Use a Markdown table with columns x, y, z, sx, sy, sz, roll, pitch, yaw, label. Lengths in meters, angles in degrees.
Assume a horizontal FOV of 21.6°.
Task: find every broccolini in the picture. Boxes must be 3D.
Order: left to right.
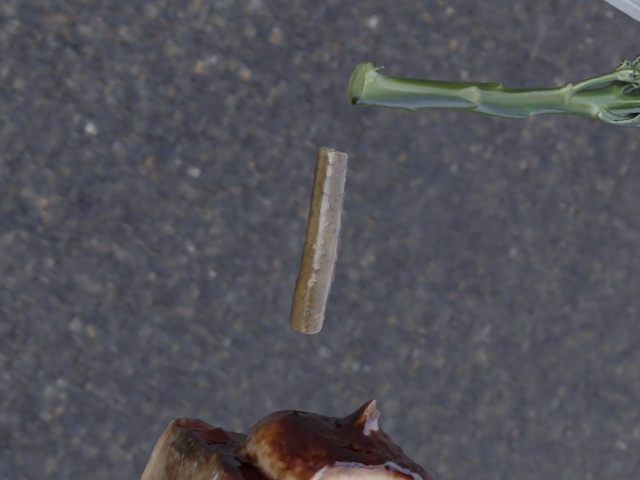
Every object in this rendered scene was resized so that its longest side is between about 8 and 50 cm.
| x | y | z | sx | sy | sz | roll | pitch | yaw | label |
| --- | --- | --- | --- | --- | --- | --- | --- | --- | --- |
| 0.214 | -0.147 | 1.576 | 0.392 | 0.079 | 0.074 | 1 | 100 | -25 | broccolini |

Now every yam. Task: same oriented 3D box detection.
| x | y | z | sx | sy | sz | roll | pitch | yaw | label |
| --- | --- | --- | --- | --- | --- | --- | --- | --- | --- |
| 0.000 | 0.000 | 1.307 | 0.032 | 0.032 | 0.145 | -3 | 105 | -47 | yam |

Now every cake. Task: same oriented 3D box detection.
| x | y | z | sx | sy | sz | roll | pitch | yaw | label |
| --- | --- | --- | --- | --- | --- | --- | --- | --- | --- |
| -0.036 | 0.226 | 1.089 | 0.196 | 0.199 | 0.293 | 19 | 94 | -20 | cake |

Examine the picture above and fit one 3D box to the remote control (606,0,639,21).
| x | y | z | sx | sy | sz | roll | pitch | yaw | label |
| --- | --- | --- | --- | --- | --- | --- | --- | --- | --- |
| 0.142 | -0.217 | 0.735 | 0.103 | 0.034 | 0.250 | 17 | 67 | -47 | remote control |
